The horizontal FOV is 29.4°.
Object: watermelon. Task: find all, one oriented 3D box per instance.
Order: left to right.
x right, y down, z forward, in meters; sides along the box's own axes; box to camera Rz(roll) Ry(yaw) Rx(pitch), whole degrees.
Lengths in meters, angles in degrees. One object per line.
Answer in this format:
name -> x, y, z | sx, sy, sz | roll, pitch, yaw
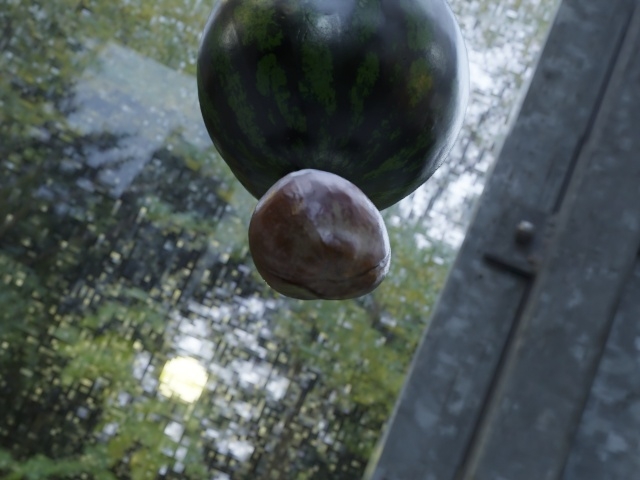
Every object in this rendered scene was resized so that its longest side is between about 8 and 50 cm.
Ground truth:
watermelon -> 0.014, -0.144, 1.140 | 0.269, 0.269, 0.269 | 21, -19, 7

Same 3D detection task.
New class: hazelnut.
hazelnut -> 0.000, 0.000, 0.705 | 0.086, 0.086, 0.086 | 21, -19, 7
